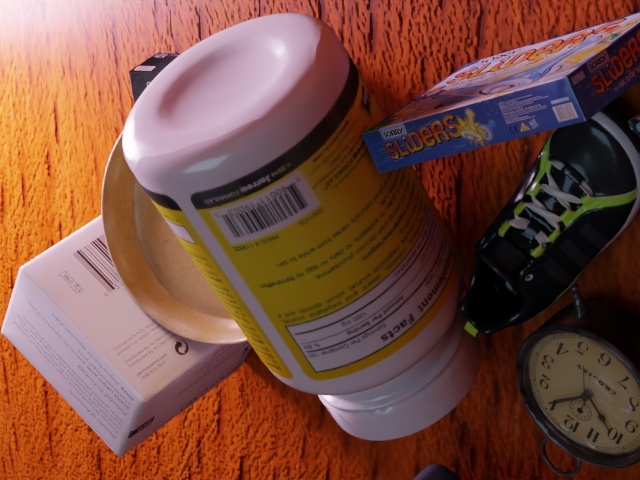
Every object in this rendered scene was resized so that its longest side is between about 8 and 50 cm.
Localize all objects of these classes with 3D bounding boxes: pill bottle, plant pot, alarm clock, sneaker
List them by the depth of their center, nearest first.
[{"bbox_3d":[0.172,-0.001,1.251,0.084,0.097,0.234,40,139,18],"label":"sneaker"},{"bbox_3d":[0.218,0.125,1.319,0.129,0.064,0.192,39,136,20],"label":"alarm clock"},{"bbox_3d":[0.000,0.000,1.320,0.188,0.188,0.334,6,138,43],"label":"pill bottle"},{"bbox_3d":[-0.093,-0.024,1.498,0.236,0.032,0.236,4,99,26],"label":"plant pot"}]

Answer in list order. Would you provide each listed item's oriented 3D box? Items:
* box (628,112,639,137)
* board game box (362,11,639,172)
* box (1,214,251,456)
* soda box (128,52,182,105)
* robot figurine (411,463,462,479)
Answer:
[{"bbox_3d":[0.359,-0.062,1.048,0.201,0.057,0.293,57,141,0],"label":"box"},{"bbox_3d":[0.143,-0.107,1.177,0.201,0.136,0.035,-12,107,48],"label":"board game box"},{"bbox_3d":[-0.178,0.075,1.597,0.182,0.181,0.119,44,143,12],"label":"box"},{"bbox_3d":[-0.078,-0.125,1.421,0.169,0.053,0.060,5,116,27],"label":"soda box"},{"bbox_3d":[0.163,0.325,1.425,0.278,0.209,0.173,41,103,18],"label":"robot figurine"}]
